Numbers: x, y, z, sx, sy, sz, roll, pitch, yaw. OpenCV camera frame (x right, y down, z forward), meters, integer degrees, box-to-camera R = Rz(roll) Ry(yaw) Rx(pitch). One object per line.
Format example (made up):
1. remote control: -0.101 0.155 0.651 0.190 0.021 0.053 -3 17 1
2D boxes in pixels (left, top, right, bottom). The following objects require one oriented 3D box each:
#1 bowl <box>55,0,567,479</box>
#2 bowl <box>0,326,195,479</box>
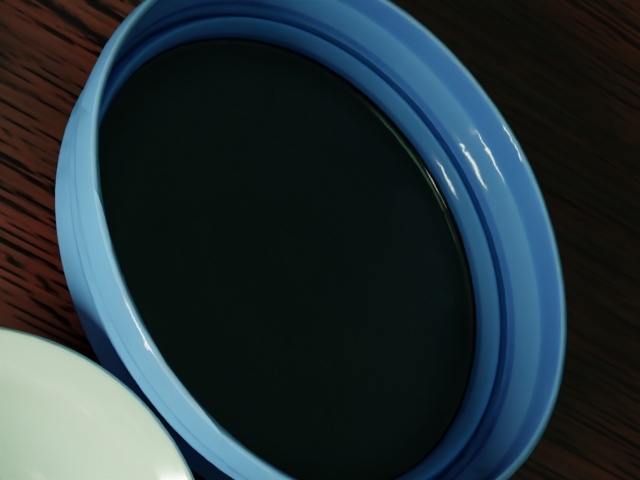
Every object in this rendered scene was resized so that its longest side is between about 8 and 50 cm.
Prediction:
1. bowl: 0.000 0.000 1.020 0.391 0.077 0.391 19 57 -33
2. bowl: -0.217 0.203 0.866 0.298 0.134 0.298 8 73 -26
